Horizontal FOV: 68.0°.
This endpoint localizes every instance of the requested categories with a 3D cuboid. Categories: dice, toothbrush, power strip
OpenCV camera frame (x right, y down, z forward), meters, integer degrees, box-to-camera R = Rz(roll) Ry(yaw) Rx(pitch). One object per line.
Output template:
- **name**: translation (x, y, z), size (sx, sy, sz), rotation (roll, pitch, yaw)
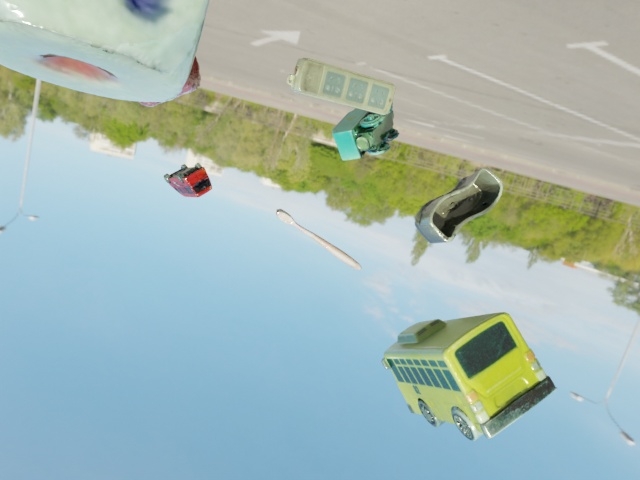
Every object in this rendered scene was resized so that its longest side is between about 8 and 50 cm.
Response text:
- **dice**: translation (-0.295, -0.345, 0.615), size (0.264, 0.263, 0.268), rotation (9, 179, -27)
- **toothbrush**: translation (0.000, 0.000, 1.311), size (0.307, 0.025, 0.029), rotation (35, -164, -23)
- **power strip**: translation (0.058, -0.350, 1.090), size (0.272, 0.078, 0.052), rotation (7, -162, -26)

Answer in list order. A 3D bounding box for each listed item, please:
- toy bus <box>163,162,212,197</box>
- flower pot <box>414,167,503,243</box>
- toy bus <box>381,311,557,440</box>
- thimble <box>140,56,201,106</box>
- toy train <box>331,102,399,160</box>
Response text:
- **toy bus**: translation (-0.426, -0.191, 1.527), size (0.081, 0.089, 0.195), rotation (-38, -153, -28)
- **flower pot**: translation (0.360, -0.091, 1.247), size (0.103, 0.229, 0.108), rotation (54, 168, -3)
- **toy bus**: translation (0.137, 0.131, 0.485), size (0.088, 0.101, 0.175), rotation (-28, 174, -17)
- **thimble**: translation (-0.325, -0.361, 0.941), size (0.125, 0.163, 0.189), rotation (-16, -154, 5)
- **toy train**: translation (0.123, -0.295, 1.273), size (0.154, 0.107, 0.198), rotation (-2, -144, 33)
